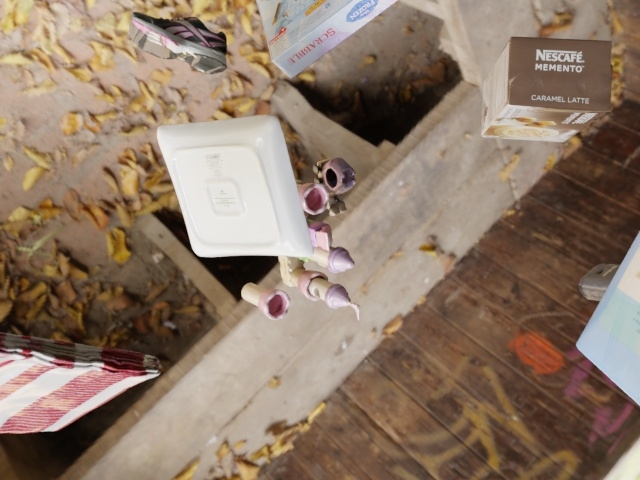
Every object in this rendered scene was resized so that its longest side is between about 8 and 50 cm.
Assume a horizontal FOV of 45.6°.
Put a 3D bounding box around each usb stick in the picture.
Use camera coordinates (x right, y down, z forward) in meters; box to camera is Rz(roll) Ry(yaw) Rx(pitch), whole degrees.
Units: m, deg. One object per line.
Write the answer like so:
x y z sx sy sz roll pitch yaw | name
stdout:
0.514 0.072 1.154 0.077 0.278 0.045 -43 109 -18 | usb stick

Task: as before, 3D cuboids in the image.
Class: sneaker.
-0.238 -0.347 1.288 0.178 0.072 0.077 20 67 -30 | sneaker

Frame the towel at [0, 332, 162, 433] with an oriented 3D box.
-0.392 0.197 0.978 0.237 0.037 0.329 -31 154 20 | towel

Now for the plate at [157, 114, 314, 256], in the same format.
-0.167 -0.085 1.399 0.045 0.277 0.278 -45 128 -51 | plate

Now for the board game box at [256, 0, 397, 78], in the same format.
0.020 -0.519 1.494 0.318 0.318 0.066 -31 138 20 | board game box

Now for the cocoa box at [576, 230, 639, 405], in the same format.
0.411 0.092 0.577 0.228 0.347 0.231 21 103 -15 | cocoa box

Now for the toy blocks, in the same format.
0.000 0.000 1.634 0.309 0.260 0.289 -21 113 -33 | toy blocks

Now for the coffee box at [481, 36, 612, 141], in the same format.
0.327 -0.217 1.133 0.246 0.141 0.098 37 56 -86 | coffee box
